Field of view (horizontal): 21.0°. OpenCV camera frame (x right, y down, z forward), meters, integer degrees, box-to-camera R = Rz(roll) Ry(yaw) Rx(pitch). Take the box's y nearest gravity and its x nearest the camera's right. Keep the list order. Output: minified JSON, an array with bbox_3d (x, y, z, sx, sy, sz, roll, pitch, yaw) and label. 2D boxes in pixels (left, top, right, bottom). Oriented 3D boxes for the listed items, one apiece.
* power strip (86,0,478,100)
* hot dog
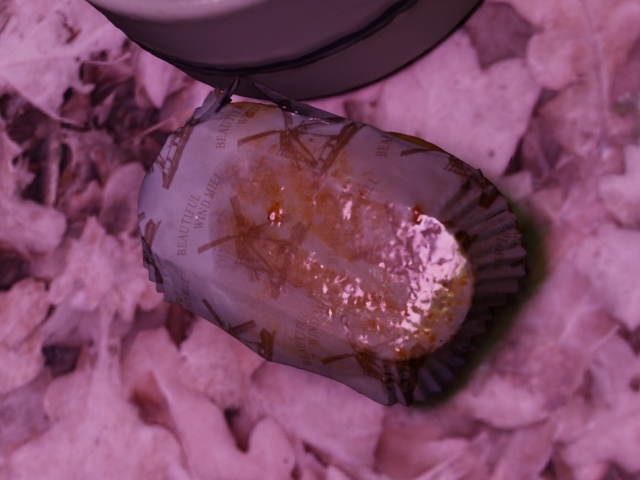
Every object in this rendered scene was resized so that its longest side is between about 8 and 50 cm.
[{"bbox_3d":[-0.021,-0.277,1.135,0.357,0.161,0.357,-9,70,25],"label":"power strip"},{"bbox_3d":[0.000,0.000,1.081,0.270,0.082,0.163,22,93,28],"label":"hot dog"}]
